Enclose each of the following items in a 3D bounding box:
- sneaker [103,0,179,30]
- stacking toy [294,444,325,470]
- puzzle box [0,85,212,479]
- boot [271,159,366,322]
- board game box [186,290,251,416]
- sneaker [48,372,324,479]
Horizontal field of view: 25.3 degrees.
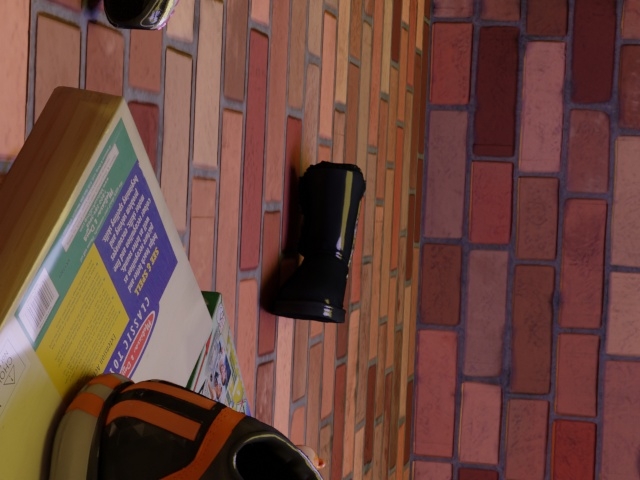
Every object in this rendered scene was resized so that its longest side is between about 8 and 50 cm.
[{"bbox_3d":[-0.157,-0.255,1.136,0.077,0.072,0.178,27,58,-64],"label":"sneaker"},{"bbox_3d":[-0.021,0.376,1.755,0.166,0.175,0.302,77,8,-48],"label":"stacking toy"},{"bbox_3d":[-0.190,0.141,0.896,0.272,0.052,0.409,76,31,-53],"label":"puzzle box"},{"bbox_3d":[0.000,0.000,1.826,0.246,0.094,0.207,16,81,-85],"label":"boot"},{"bbox_3d":[-0.134,0.234,1.373,0.213,0.046,0.317,80,18,-44],"label":"board game box"},{"bbox_3d":[-0.081,0.249,0.919,0.124,0.180,0.321,-46,144,-58],"label":"sneaker"}]
